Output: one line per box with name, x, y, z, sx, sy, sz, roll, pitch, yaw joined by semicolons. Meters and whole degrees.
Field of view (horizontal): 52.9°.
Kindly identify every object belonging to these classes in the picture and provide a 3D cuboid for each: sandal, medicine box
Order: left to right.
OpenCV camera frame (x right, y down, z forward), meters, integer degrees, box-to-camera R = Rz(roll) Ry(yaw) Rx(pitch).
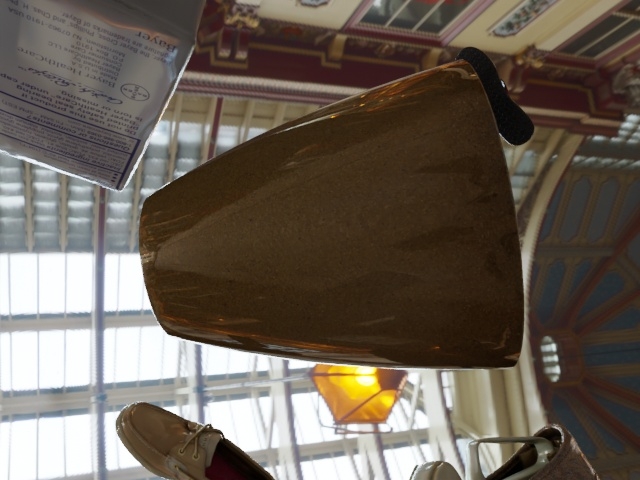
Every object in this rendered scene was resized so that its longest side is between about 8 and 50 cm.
medicine box;-0.189;-0.229;0.574;0.149;0.289;0.263;19;-116;-22
sandal;0.274;-0.228;1.029;0.179;0.067;0.040;54;-157;2

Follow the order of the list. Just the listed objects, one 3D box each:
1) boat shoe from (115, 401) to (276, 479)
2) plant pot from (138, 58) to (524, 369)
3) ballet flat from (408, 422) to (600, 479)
boat shoe;-0.111;0.200;0.606;0.170;0.059;0.063;37;-144;-11
plant pot;0.000;0.000;0.504;0.254;0.237;0.237;-9;-102;3
ballet flat;0.148;0.259;0.636;0.316;0.107;0.106;-10;-101;-34
